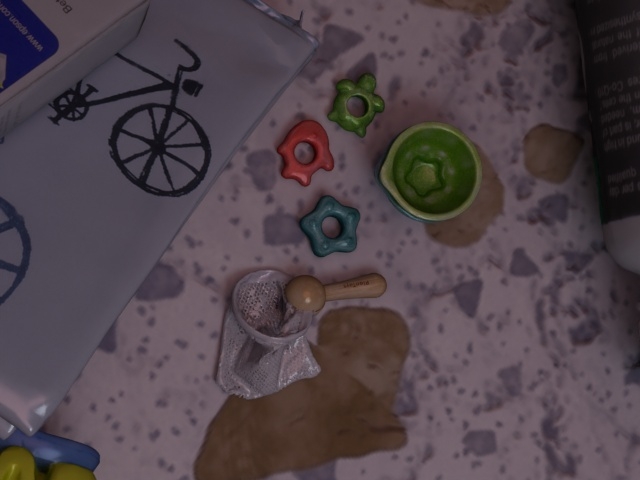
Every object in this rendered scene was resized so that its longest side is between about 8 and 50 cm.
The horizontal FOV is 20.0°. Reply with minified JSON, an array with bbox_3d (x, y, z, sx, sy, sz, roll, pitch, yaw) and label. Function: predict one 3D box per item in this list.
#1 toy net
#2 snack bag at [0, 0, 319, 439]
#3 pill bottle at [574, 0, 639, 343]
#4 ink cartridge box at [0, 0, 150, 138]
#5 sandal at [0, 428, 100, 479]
[{"bbox_3d":[0.000,0.000,1.207,0.122,0.045,0.232,41,77,-8],"label":"toy net"},{"bbox_3d":[-0.216,-0.095,1.118,0.323,0.037,0.342,33,63,1],"label":"snack bag"},{"bbox_3d":[0.280,-0.088,1.205,0.204,0.204,0.361,-5,86,-15],"label":"pill bottle"},{"bbox_3d":[-0.289,-0.093,1.041,0.176,0.069,0.371,46,61,7],"label":"ink cartridge box"},{"bbox_3d":[-0.276,0.088,1.100,0.317,0.126,0.138,16,67,-16],"label":"sandal"}]
